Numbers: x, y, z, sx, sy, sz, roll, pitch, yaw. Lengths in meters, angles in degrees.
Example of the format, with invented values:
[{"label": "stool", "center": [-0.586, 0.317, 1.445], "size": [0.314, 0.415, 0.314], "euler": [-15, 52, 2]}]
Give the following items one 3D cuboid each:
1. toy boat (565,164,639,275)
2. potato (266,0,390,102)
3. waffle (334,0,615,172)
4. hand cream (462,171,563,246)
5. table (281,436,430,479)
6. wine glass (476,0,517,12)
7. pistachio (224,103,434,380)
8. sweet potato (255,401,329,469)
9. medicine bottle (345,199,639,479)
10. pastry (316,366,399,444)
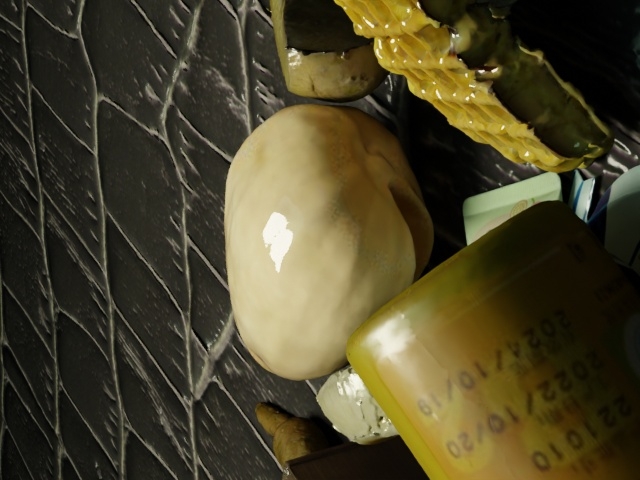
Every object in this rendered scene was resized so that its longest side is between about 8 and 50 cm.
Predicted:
[{"label": "toy boat", "center": [0.294, 0.004, 0.883], "size": [0.291, 0.067, 0.220], "euler": [-143, 46, -63]}, {"label": "potato", "center": [0.018, -0.224, 1.159], "size": [0.243, 0.138, 0.098], "euler": [-101, 7, -48]}, {"label": "waffle", "center": [0.110, -0.162, 0.929], "size": [0.309, 0.065, 0.283], "euler": [36, 174, 28]}, {"label": "hand cream", "center": [0.202, 0.097, 1.030], "size": [0.147, 0.093, 0.305], "euler": [-19, 76, 60]}, {"label": "table", "center": [0.068, 0.353, 1.246], "size": [0.193, 0.172, 0.169], "euler": [49, 140, 44]}, {"label": "wine glass", "center": [0.167, -0.311, 0.884], "size": [0.126, 0.126, 0.241], "euler": [60, 144, 26]}, {"label": "pistachio", "center": [0.000, 0.000, 1.159], "size": [0.230, 0.230, 0.308], "euler": [50, 140, 37]}, {"label": "sweet potato", "center": [-0.032, 0.272, 1.479], "size": [0.269, 0.075, 0.074], "euler": [-144, 48, -69]}, {"label": "medicine bottle", "center": [0.210, 0.177, 0.857], "size": [0.384, 0.224, 0.224], "euler": [56, 145, 10]}, {"label": "pastry", "center": [0.082, 0.165, 1.171], "size": [0.166, 0.166, 0.088], "euler": [-39, 66, 56]}]
